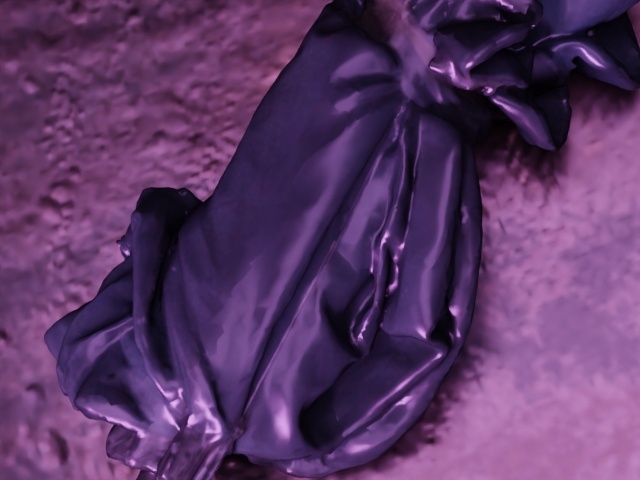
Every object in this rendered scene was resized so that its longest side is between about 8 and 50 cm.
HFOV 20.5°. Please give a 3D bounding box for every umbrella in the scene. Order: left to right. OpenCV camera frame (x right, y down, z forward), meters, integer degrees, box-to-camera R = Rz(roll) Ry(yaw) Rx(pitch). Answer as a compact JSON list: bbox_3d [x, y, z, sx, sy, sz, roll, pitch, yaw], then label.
[{"bbox_3d":[-0.001,0.000,0.706,0.143,0.094,0.349,25,78,31],"label":"umbrella"}]
